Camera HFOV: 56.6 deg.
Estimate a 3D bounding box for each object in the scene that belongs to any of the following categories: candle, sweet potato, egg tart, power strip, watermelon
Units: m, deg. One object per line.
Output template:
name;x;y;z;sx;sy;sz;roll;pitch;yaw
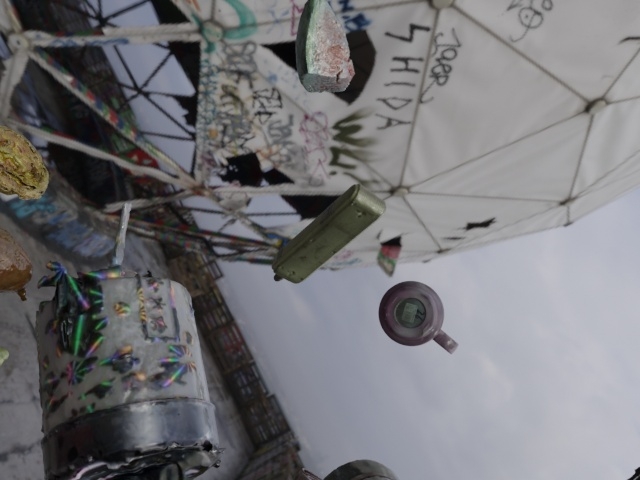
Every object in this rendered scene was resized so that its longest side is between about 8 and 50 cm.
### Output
candle;-0.229;0.121;0.690;0.187;0.187;0.330;82;-7;-65
sweet potato;-0.343;0.003;0.570;0.068;0.068;0.226;59;1;26
egg tart;-0.475;-0.115;0.907;0.128;0.049;0.128;56;20;-32
power strip;0.000;0.000;1.377;0.092;0.387;0.066;32;43;-20
watermelon;0.001;-0.312;0.985;0.180;0.094;0.081;71;3;-49

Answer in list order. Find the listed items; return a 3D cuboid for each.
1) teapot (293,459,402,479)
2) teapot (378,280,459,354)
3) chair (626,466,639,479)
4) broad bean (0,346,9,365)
teapot;0.104;0.462;0.908;0.300;0.253;0.344;37;-18;-9
teapot;0.187;0.141;1.101;0.146;0.148;0.116;39;61;-74
chair;0.267;0.163;0.330;0.183;0.326;0.175;43;6;23
broad bean;-0.713;0.238;1.281;0.083;0.045;0.063;38;-47;2
